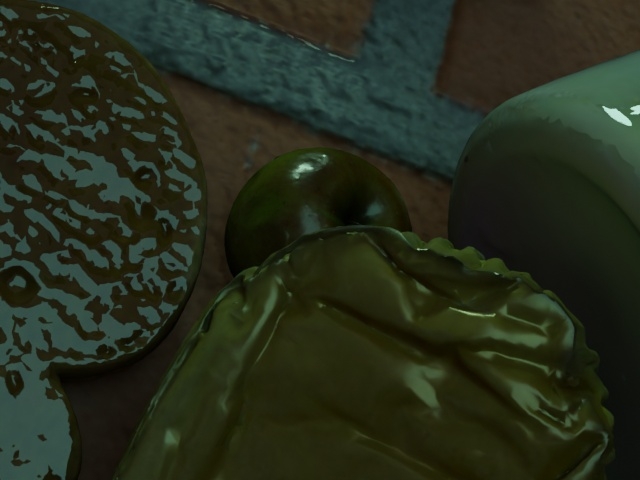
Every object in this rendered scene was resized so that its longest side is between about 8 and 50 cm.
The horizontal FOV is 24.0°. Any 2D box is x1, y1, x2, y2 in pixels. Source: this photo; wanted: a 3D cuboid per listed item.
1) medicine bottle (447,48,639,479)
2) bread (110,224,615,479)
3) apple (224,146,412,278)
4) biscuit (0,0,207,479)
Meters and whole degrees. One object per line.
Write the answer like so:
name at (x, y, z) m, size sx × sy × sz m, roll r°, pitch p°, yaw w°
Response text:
medicine bottle at (0.274, -0.018, 0.746) m, size 0.388 × 0.219 × 0.219 m, roll -20°, pitch 82°, yaw -26°
bread at (0.014, 0.114, 0.618) m, size 0.179 × 0.133 × 0.250 m, roll 25°, pitch 87°, yaw 8°
apple at (0.000, 0.000, 0.715) m, size 0.089 × 0.074 × 0.089 m, roll 7°, pitch 71°, yaw -21°
biscuit at (-0.163, 0.021, 0.665) m, size 0.202 × 0.044 × 0.288 m, roll 23°, pitch 69°, yaw -12°
